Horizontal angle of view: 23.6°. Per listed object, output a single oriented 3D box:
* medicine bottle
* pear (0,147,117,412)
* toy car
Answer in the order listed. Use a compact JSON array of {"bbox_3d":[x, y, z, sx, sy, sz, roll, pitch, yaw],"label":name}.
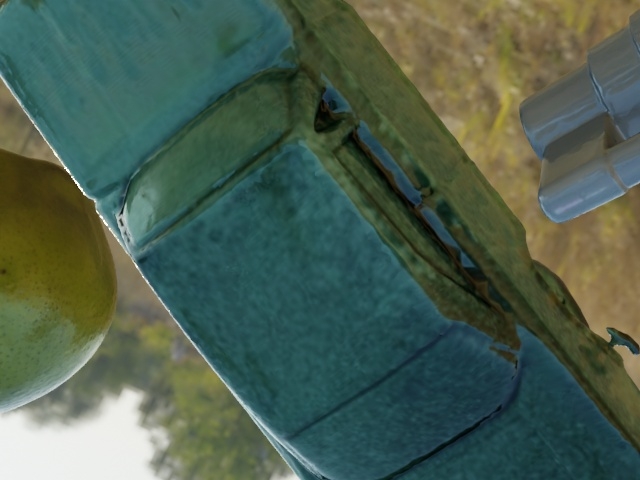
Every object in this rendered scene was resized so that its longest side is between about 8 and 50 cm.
[{"bbox_3d":[0.162,-0.077,0.469,0.061,0.220,0.092,50,-155,-18],"label":"medicine bottle"},{"bbox_3d":[-0.239,0.028,1.123,0.198,0.198,0.198,25,174,3],"label":"pear"},{"bbox_3d":[0.000,0.000,0.612,0.321,0.141,0.097,52,-154,-3],"label":"toy car"}]
